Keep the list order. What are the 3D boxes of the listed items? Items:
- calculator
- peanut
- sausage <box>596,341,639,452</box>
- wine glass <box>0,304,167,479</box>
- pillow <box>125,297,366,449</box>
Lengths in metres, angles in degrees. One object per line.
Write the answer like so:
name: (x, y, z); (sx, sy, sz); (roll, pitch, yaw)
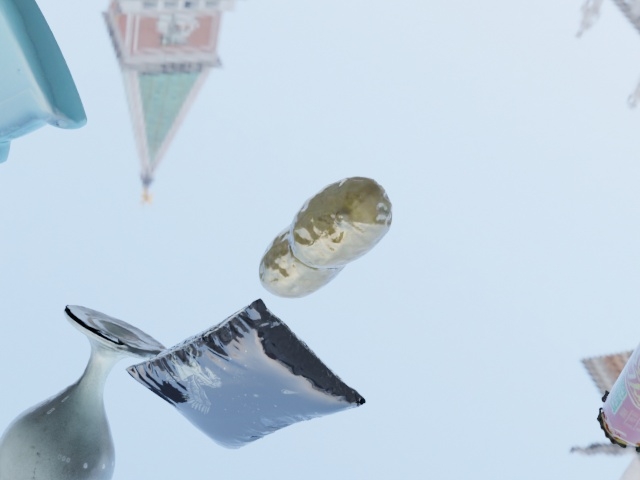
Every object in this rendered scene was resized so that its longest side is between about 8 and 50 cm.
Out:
calculator: (-0.481, -0.289, 1.433); (0.054, 0.256, 0.386); (-45, -67, -52)
peanut: (0.000, 0.000, 1.387); (0.117, 0.263, 0.101); (-4, -110, -29)
sausage: (0.350, 0.139, 1.115); (0.083, 0.264, 0.083); (-1, -119, 2)
wine glass: (-0.258, 0.195, 1.107); (0.126, 0.241, 0.126); (27, -177, -1)
pillow: (-0.072, 0.127, 0.965); (0.141, 0.208, 0.055); (41, -132, -17)
